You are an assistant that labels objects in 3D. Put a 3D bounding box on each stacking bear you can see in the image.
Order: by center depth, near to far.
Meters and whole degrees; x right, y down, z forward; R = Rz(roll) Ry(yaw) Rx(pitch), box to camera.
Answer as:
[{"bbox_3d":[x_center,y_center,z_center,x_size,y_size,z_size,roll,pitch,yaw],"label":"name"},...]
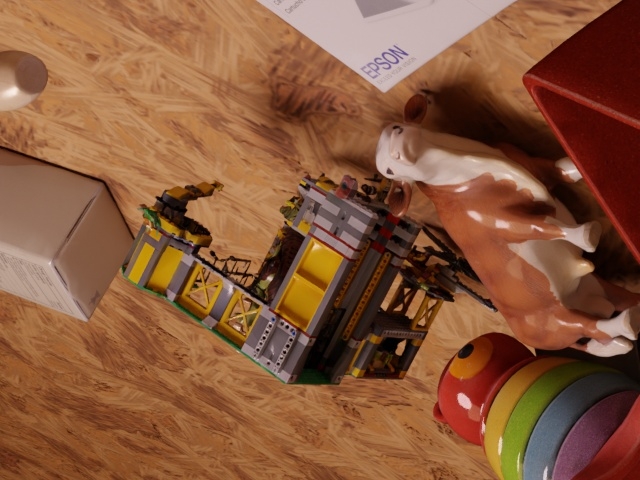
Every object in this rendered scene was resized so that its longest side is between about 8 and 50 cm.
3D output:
[{"bbox_3d":[0.215,0.173,1.413,0.164,0.175,0.289,47,170,-36],"label":"stacking bear"}]

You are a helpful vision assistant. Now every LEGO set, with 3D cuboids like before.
[{"bbox_3d":[0.000,0.000,1.401,0.255,0.192,0.331,35,-168,36],"label":"LEGO set"}]

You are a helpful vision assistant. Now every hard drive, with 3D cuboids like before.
[{"bbox_3d":[0.261,0.115,1.465,0.135,0.022,0.094,14,126,49],"label":"hard drive"}]

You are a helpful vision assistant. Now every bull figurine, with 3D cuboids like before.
[{"bbox_3d":[0.175,-0.008,1.287,0.188,0.101,0.310,8,149,42],"label":"bull figurine"}]

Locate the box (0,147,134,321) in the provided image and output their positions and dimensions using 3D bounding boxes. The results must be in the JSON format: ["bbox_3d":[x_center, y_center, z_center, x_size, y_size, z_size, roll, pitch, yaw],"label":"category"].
[{"bbox_3d":[-0.395,-0.029,1.824,0.311,0.121,0.148,19,154,20],"label":"box"}]

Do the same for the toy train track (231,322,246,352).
[{"bbox_3d":[-0.106,0.129,1.953,0.048,0.014,0.083,23,155,12],"label":"toy train track"}]

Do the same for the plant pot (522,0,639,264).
[{"bbox_3d":[0.322,-0.052,0.838,0.267,0.236,0.267,33,167,51],"label":"plant pot"}]

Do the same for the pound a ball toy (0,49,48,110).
[{"bbox_3d":[-0.249,-0.267,1.109,0.135,0.208,0.319,6,146,41],"label":"pound a ball toy"}]

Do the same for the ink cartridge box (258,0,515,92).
[{"bbox_3d":[0.016,-0.218,1.119,0.224,0.045,0.223,35,155,-12],"label":"ink cartridge box"}]
